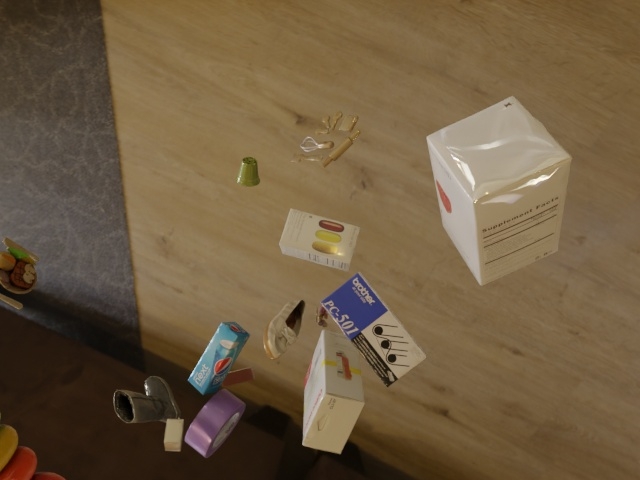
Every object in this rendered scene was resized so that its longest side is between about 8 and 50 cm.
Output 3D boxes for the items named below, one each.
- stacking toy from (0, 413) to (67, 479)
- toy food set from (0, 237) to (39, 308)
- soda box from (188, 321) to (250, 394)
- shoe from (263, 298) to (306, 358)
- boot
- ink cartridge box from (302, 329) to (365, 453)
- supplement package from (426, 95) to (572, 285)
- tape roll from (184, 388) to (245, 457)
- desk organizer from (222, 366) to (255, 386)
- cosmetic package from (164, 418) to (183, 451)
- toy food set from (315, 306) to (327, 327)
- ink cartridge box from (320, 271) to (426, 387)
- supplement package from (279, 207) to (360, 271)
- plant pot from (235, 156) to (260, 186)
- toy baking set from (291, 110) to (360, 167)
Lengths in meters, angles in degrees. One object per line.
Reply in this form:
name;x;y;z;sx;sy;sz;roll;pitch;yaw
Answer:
stacking toy;-0.412;0.238;0.586;0.141;0.141;0.330;-26;110;21
toy food set;-0.840;0.086;1.441;0.039;0.191;0.132;-24;137;19
soda box;-0.295;0.341;1.517;0.071;0.067;0.210;35;101;26
shoe;-0.087;0.218;1.331;0.058;0.219;0.076;-26;108;24
boot;-0.509;0.451;1.483;0.190;0.208;0.076;37;94;33
ink cartridge box;0.044;0.582;2.033;0.161;0.384;0.279;16;115;-7
supplement package;0.329;-0.082;0.976;0.176;0.177;0.293;-25;143;3
tape roll;-0.314;0.548;1.567;0.080;0.189;0.188;33;117;13
desk organizer;-0.335;0.553;2.110;0.130;0.047;0.050;-13;83;-2
cosmetic package;-0.368;0.491;1.310;0.041;0.060;0.115;7;147;-11
toy food set;0.011;0.295;2.021;0.019;0.122;0.077;-2;75;19
ink cartridge box;0.102;0.171;1.011;0.097;0.046;0.207;-39;83;6
supplement package;0.000;0.000;1.777;0.244;0.134;0.138;15;75;5
plant pot;-0.242;-0.237;1.759;0.084;0.083;0.079;15;129;4
toy baking set;0.021;-0.326;1.730;0.256;0.196;0.030;-46;133;6
